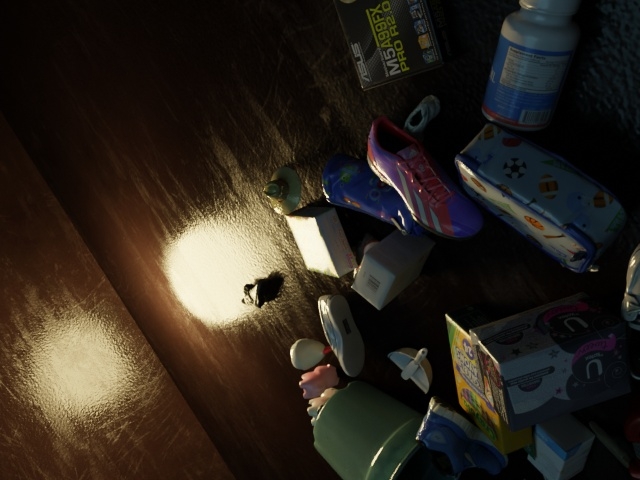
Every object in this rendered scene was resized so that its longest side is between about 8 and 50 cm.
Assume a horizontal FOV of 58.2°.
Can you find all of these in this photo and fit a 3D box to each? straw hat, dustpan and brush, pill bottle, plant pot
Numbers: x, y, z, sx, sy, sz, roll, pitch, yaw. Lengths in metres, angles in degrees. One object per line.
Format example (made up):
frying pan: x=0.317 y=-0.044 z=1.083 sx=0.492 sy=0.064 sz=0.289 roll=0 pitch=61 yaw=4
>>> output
straw hat: x=-0.121 y=-0.140 z=1.596 sx=0.144 sy=0.061 sz=0.145 roll=4 pitch=96 yaw=47
dustpan and brush: x=0.256 y=0.331 z=1.550 sx=0.147 sy=0.060 sz=0.211 roll=43 pitch=140 yaw=18
pill bottle: x=0.352 y=-0.305 z=0.952 sx=0.124 sy=0.124 sz=0.222 roll=31 pitch=134 yaw=30
plant pot: x=0.174 y=0.590 z=1.628 sx=0.334 sy=0.341 sz=0.341 roll=26 pitch=133 yaw=44

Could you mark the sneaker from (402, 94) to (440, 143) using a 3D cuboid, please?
sneaker: x=0.196 y=-0.239 z=1.220 sx=0.053 sy=0.061 sz=0.152 roll=42 pitch=141 yaw=16

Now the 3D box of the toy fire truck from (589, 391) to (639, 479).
toy fire truck: x=0.639 y=0.390 z=1.128 sx=0.246 sy=0.158 sz=0.217 roll=-12 pitch=107 yaw=40

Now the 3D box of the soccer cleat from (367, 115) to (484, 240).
soccer cleat: x=0.202 y=-0.126 z=1.153 sx=0.318 sy=0.108 sz=0.116 roll=50 pitch=165 yaw=31

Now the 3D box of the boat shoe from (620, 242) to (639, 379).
boat shoe: x=0.584 y=0.130 z=1.030 sx=0.096 sy=0.088 sz=0.268 roll=18 pitch=128 yaw=39

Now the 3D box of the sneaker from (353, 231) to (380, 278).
sneaker: x=0.119 y=0.038 z=1.516 sx=0.158 sy=0.061 sz=0.065 roll=110 pitch=145 yaw=-45

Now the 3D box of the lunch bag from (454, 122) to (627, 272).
lunch bag: x=0.385 y=-0.066 z=1.025 sx=0.303 sy=0.115 sz=0.243 roll=42 pitch=180 yaw=21

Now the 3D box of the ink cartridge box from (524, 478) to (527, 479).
ink cartridge box: x=0.569 y=0.735 z=1.489 sx=0.109 sy=0.062 sz=0.209 roll=13 pitch=124 yaw=43

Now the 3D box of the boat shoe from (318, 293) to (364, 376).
boat shoe: x=0.060 y=0.279 z=1.717 sx=0.084 sy=0.095 sz=0.258 roll=-3 pitch=103 yaw=53

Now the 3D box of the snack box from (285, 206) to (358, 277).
snack box: x=0.000 y=0.000 z=1.551 sx=0.207 sy=0.070 sz=0.175 roll=12 pitch=127 yaw=65

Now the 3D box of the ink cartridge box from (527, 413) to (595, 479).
ink cartridge box: x=0.538 y=0.473 z=1.299 sx=0.090 sy=0.092 sz=0.143 roll=45 pitch=145 yaw=47

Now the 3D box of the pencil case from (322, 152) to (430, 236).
pencil case: x=0.138 y=-0.104 z=1.322 sx=0.306 sy=0.133 sz=0.119 roll=25 pitch=159 yaw=35

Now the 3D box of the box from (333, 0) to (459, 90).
box: x=0.135 y=-0.456 z=1.135 sx=0.216 sy=0.060 sz=0.270 roll=-2 pitch=114 yaw=48

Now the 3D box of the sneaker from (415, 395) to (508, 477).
sneaker: x=0.343 y=0.516 z=1.435 sx=0.330 sy=0.147 sz=0.129 roll=39 pitch=176 yaw=-31

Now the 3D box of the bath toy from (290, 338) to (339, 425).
bath toy: x=0.011 y=0.471 z=1.866 sx=0.128 sy=0.151 sz=0.349 roll=-15 pitch=104 yaw=11

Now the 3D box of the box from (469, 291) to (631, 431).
box: x=0.437 y=0.227 z=1.098 sx=0.142 sy=0.247 sz=0.164 roll=-118 pitch=11 yaw=-69

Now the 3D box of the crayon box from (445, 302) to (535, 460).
crayon box: x=0.389 y=0.335 z=1.321 sx=0.203 sy=0.083 sz=0.323 roll=-131 pitch=24 yaw=-65

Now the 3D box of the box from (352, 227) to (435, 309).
box: x=0.173 y=0.058 z=1.362 sx=0.091 sy=0.170 sz=0.130 roll=38 pitch=138 yaw=21

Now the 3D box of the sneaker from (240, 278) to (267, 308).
sneaker: x=-0.233 y=0.175 z=1.983 sx=0.089 sy=0.051 sz=0.170 roll=34 pitch=140 yaw=21
